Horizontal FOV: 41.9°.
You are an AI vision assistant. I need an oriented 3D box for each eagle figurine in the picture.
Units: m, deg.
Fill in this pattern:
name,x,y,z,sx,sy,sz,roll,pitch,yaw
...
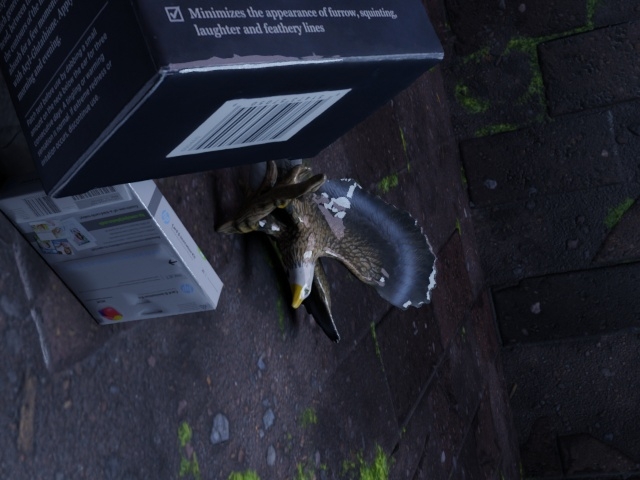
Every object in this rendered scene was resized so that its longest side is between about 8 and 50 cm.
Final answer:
name,x,y,z,sx,sy,sz,roll,pitch,yaw
eagle figurine,-0.004,0.010,1.225,0.298,0.226,0.225,33,86,-41

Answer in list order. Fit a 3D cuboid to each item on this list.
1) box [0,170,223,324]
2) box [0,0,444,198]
name,x,y,z,sx,sy,sz,roll,pitch,yaw
box,-0.200,0.004,0.808,0.038,0.145,0.186,-76,148,-44
box,-0.127,-0.270,0.710,0.293,0.212,0.396,-14,79,-42
